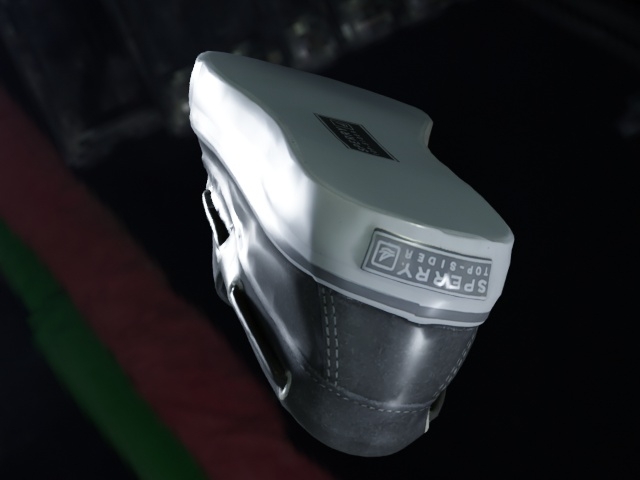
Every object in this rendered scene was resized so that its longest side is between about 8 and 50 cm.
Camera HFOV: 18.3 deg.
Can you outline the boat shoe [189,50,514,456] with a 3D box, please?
[{"bbox_3d":[0.000,0.000,0.585,0.228,0.080,0.076,-128,-127,-68],"label":"boat shoe"}]
